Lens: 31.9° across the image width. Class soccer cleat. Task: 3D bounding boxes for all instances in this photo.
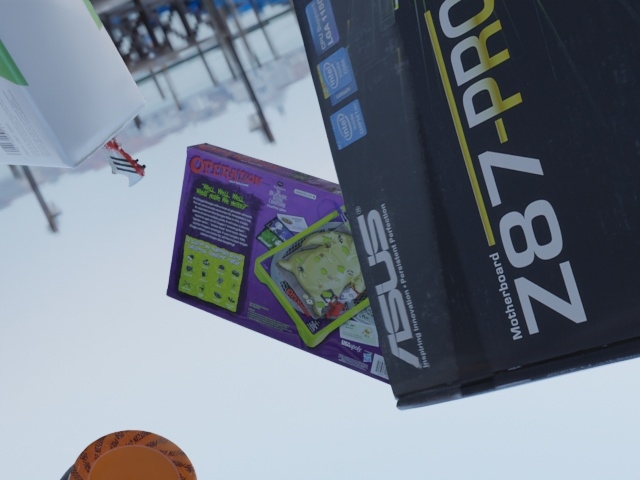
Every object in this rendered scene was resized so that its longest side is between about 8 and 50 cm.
[{"bbox_3d":[-0.256,-0.102,1.400,0.035,0.083,0.029,-46,-172,10],"label":"soccer cleat"}]

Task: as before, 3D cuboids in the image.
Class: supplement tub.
[{"bbox_3d":[-0.151,0.233,0.852,0.117,0.117,0.190,-31,152,-37],"label":"supplement tub"}]

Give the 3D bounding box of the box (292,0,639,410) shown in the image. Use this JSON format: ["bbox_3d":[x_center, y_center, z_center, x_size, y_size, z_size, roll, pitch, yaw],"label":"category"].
[{"bbox_3d":[0.122,-0.128,0.608,0.097,0.395,0.318,-7,170,-36],"label":"box"}]

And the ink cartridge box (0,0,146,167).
[{"bbox_3d":[-0.269,-0.148,0.894,0.219,0.160,0.092,7,-136,43],"label":"ink cartridge box"}]

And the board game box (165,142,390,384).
[{"bbox_3d":[-0.027,0.024,1.371,0.347,0.208,0.056,20,-156,25],"label":"board game box"}]
